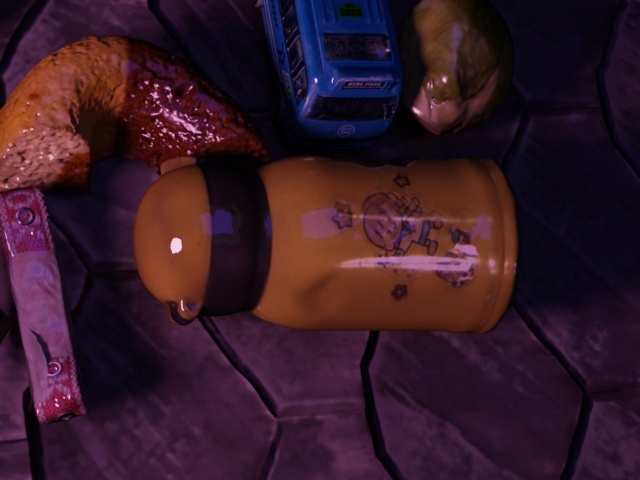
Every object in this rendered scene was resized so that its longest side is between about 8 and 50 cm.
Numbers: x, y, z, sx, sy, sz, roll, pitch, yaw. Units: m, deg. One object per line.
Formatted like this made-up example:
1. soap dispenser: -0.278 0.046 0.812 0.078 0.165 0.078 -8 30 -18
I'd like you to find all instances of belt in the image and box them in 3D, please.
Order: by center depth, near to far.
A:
1. belt: -0.253 0.059 1.560 0.053 0.071 0.232 -9 66 -16

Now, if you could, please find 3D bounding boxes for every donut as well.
1. donut: -0.178 -0.129 1.646 0.295 0.112 0.151 3 67 -20

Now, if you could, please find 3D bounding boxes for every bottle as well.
1. bottle: 0.000 0.000 1.612 0.351 0.171 0.172 2 66 -19

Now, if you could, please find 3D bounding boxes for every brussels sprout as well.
1. brussels sprout: 0.134 -0.185 1.775 0.117 0.155 0.155 28 52 37

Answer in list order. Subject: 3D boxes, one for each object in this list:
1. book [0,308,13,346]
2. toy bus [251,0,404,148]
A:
1. book: -0.382 0.092 1.405 0.228 0.018 0.322 54 34 -25
2. toy bus: 0.008 -0.222 1.741 0.113 0.134 0.246 -1 66 -20
